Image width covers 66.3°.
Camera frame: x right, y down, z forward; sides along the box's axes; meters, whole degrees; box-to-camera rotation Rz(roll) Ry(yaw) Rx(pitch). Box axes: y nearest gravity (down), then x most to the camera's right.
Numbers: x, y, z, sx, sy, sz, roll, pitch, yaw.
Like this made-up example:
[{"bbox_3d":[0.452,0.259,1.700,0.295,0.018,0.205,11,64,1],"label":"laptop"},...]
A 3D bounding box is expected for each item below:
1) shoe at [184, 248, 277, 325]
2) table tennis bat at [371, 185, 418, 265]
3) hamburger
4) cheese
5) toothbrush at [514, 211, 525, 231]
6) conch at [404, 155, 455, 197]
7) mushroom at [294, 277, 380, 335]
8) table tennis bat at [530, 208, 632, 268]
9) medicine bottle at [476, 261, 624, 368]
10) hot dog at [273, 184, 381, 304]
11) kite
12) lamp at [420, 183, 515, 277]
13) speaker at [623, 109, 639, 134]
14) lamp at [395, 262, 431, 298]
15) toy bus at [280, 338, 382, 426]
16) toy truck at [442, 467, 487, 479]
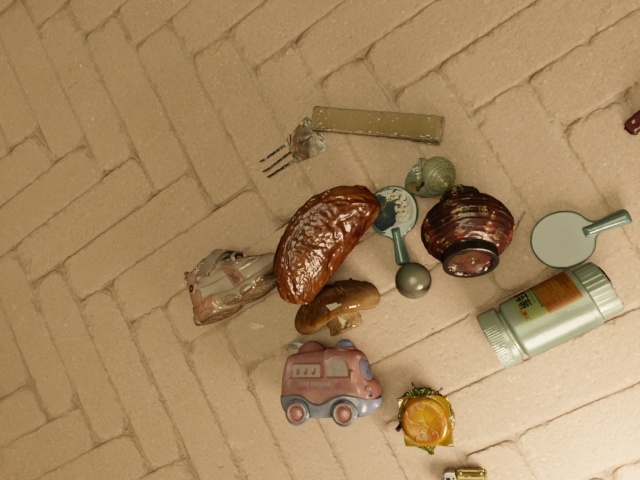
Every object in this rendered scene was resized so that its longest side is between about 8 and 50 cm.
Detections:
[{"bbox_3d":[-0.284,0.112,1.527,0.351,0.172,0.198,-33,77,14],"label":"shoe"},{"bbox_3d":[0.218,-0.044,1.435,0.149,0.038,0.237,-12,83,18],"label":"table tennis bat"},{"bbox_3d":[0.298,0.499,1.376,0.164,0.093,0.189,4,90,20],"label":"hamburger"},{"bbox_3d":[0.160,-0.346,1.451,0.400,0.034,0.085,11,89,17],"label":"cheese"},{"bbox_3d":[0.538,-0.035,1.342,0.008,0.006,0.097,27,98,15],"label":"toothbrush"},{"bbox_3d":[0.306,-0.169,1.362,0.135,0.153,0.102,-44,103,4],"label":"conch"},{"bbox_3d":[0.029,0.203,1.434,0.286,0.151,0.156,-27,80,16],"label":"mushroom"},{"bbox_3d":[0.678,-0.018,1.282,0.244,0.040,0.153,-24,83,21],"label":"table tennis bat"},{"bbox_3d":[0.579,0.189,1.250,0.318,0.158,0.158,-31,81,16],"label":"medicine bottle"},{"bbox_3d":[0.000,0.000,1.377,0.174,0.267,0.387,38,89,13],"label":"hot dog"},{"bbox_3d":[-0.094,-0.287,1.548,0.229,0.016,0.127,-29,78,13],"label":"kite"},{"bbox_3d":[0.382,-0.030,1.286,0.247,0.247,0.247,0,90,18],"label":"lamp"},{"bbox_3d":[0.928,-0.312,1.173,0.329,0.198,0.259,61,146,24],"label":"speaker"},{"bbox_3d":[0.262,0.113,1.382,0.105,0.105,0.105,0,90,18],"label":"lamp"},{"bbox_3d":[0.027,0.404,1.422,0.294,0.197,0.231,-7,77,20],"label":"toy bus"},{"bbox_3d":[0.401,0.664,1.364,0.123,0.052,0.062,-7,84,17],"label":"toy truck"}]
